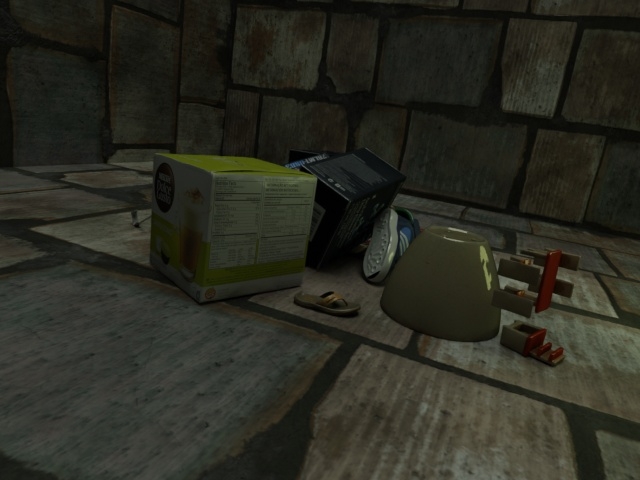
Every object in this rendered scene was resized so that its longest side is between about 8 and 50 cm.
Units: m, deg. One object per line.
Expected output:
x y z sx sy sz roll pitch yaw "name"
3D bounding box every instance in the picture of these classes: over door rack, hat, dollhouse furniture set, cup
-0.518 -0.063 1.669 0.239 0.108 0.324 -4 4 -39 "over door rack"
0.375 -0.042 2.196 0.172 0.184 0.209 3 55 21 "hat"
0.539 0.149 1.106 0.261 0.260 0.135 -6 18 -43 "dollhouse furniture set"
0.346 0.094 1.258 0.330 0.237 0.331 7 14 -2 "cup"

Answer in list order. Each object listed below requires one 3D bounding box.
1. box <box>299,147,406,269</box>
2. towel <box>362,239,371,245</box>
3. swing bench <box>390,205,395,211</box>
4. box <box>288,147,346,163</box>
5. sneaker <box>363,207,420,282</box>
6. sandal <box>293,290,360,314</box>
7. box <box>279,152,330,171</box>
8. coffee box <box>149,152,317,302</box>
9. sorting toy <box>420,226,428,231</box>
0.076 -0.125 1.606 0.212 0.294 0.395 39 37 19 "box"
0.064 -0.027 1.884 0.198 0.031 0.274 10 8 -34 "towel"
0.176 -0.116 2.031 0.253 0.165 0.254 17 8 32 "swing bench"
0.001 -0.241 2.116 0.178 0.344 0.312 16 17 31 "box"
0.280 0.059 1.571 0.236 0.130 0.323 38 44 -22 "sneaker"
0.017 0.157 1.204 0.180 0.049 0.072 11 15 11 "sandal"
-0.109 -0.153 1.629 0.295 0.293 0.073 -25 63 -42 "box"
-0.258 -0.059 1.303 0.338 0.335 0.337 -5 20 -42 "coffee box"
0.494 0.004 1.964 0.256 0.090 0.255 4 15 -17 "sorting toy"
